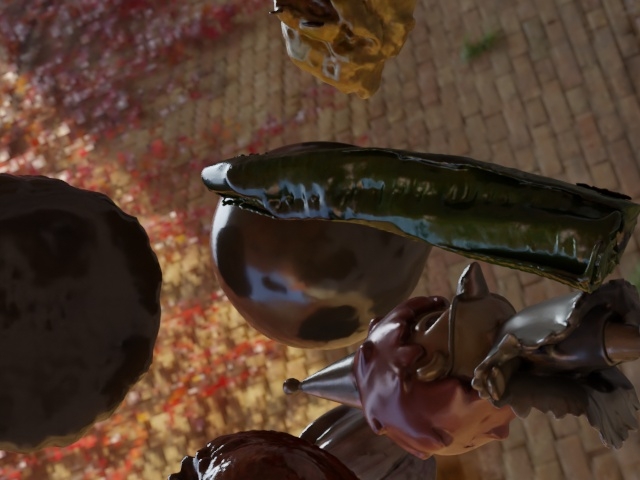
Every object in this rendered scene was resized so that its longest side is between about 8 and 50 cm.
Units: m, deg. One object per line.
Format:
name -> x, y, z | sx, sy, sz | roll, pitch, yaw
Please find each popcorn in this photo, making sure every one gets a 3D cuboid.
popcorn -> 0.043, -0.331, 1.684 | 0.191, 0.190, 0.253 | -66, -34, -32

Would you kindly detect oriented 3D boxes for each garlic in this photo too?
garlic -> 0.036, 0.256, 1.396 | 0.207, 0.207, 0.257 | 65, -161, -14

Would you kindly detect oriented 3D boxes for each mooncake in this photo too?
mooncake -> -0.355, 0.076, 1.382 | 0.187, 0.324, 0.324 | 11, 135, 54

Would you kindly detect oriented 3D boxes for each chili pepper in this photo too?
chili pepper -> 0.045, -0.032, 0.840 | 0.085, 0.359, 0.076 | -47, -46, -33

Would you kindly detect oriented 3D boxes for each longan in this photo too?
longan -> 0.000, 0.000, 1.393 | 0.258, 0.258, 0.258 | -21, -90, -75

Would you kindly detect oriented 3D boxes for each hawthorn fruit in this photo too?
hawthorn fruit -> -0.023, 0.264, 0.886 | 0.253, 0.205, 0.205 | 48, -161, -7

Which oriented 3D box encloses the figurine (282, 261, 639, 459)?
figurine -> 0.137, 0.101, 1.038 | 0.207, 0.387, 0.166 | -6, -93, -50
